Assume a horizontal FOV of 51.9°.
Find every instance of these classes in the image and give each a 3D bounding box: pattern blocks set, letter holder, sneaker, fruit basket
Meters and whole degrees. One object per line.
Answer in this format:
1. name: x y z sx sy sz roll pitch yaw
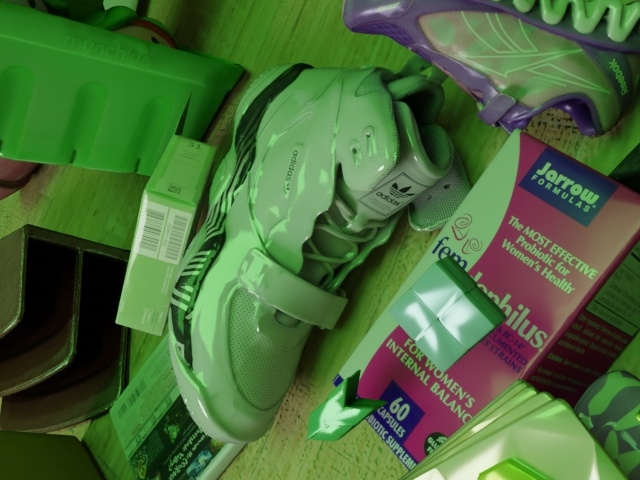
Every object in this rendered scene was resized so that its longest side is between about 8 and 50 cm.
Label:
1. pattern blocks set: 0.125 0.178 0.340 0.325 0.026 0.285 41 124 22
2. letter holder: -0.400 0.138 0.859 0.302 0.152 0.214 -21 64 35
3. sneaker: 0.000 0.000 0.564 0.210 0.137 0.365 -1 70 44
4. fruit basket: -0.296 -0.285 0.774 0.283 0.392 0.391 30 95 44
5. sneaker: 0.128 -0.134 0.484 0.237 0.095 0.104 12 102 3

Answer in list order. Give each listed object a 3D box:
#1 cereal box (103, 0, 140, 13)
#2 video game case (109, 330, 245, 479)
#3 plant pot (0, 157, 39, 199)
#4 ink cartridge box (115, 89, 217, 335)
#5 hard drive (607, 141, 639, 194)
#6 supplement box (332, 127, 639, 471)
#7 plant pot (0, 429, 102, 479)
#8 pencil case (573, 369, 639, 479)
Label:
1. cereal box: -0.377 -0.315 0.995 0.047 0.173 0.240 147 132 -69
2. video game case: -0.147 0.183 0.707 0.190 0.022 0.173 -52 48 13
3. plant pot: -0.511 -0.188 1.060 0.180 0.201 0.201 -27 57 13
4. ink cartridge box: -0.155 -0.038 0.714 0.235 0.056 0.171 -84 14 -55
5. hard drive: 0.281 -0.114 0.335 0.255 0.172 0.054 -45 88 1
6. supplement box: 0.130 0.055 0.451 0.220 0.114 0.111 -55 48 9
7. plant pot: -0.334 0.341 0.686 0.187 0.212 0.212 26 86 34
8. pencil case: 0.221 0.154 0.350 0.206 0.086 0.088 33 93 43
